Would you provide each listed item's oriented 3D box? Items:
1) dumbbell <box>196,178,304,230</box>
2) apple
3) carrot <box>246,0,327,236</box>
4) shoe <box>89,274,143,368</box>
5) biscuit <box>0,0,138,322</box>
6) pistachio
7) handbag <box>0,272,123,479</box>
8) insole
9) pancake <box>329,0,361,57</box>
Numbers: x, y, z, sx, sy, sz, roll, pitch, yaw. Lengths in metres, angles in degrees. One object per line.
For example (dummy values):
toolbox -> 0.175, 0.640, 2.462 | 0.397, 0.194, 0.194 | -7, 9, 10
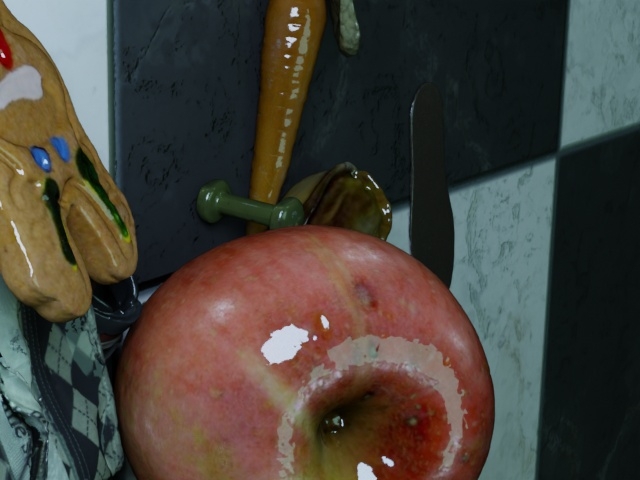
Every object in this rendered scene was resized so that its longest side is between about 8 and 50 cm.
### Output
dumbbell -> -0.075, -0.032, 1.553 | 0.052, 0.118, 0.046 | -42, 137, -44
apple -> -0.024, 0.156, 1.451 | 0.364, 0.364, 0.364 | -22, 117, -51
carrot -> -0.042, -0.152, 1.619 | 0.069, 0.069, 0.336 | -4, 106, -55
shoe -> -0.223, 0.056, 1.372 | 0.099, 0.112, 0.227 | -31, 123, -49
biscuit -> -0.254, -0.098, 1.198 | 0.334, 0.047, 0.202 | 62, 22, -5
pistachio -> 0.000, 0.000, 1.667 | 0.210, 0.130, 0.165 | -47, 152, -33
handbag -> -0.322, 0.119, 1.164 | 0.416, 0.180, 0.316 | -32, 123, -64
insole -> 0.150, -0.057, 1.974 | 0.111, 0.007, 0.328 | -33, 126, -48
pancake -> 0.015, -0.317, 1.589 | 0.236, 0.042, 0.222 | 79, 1, -64
